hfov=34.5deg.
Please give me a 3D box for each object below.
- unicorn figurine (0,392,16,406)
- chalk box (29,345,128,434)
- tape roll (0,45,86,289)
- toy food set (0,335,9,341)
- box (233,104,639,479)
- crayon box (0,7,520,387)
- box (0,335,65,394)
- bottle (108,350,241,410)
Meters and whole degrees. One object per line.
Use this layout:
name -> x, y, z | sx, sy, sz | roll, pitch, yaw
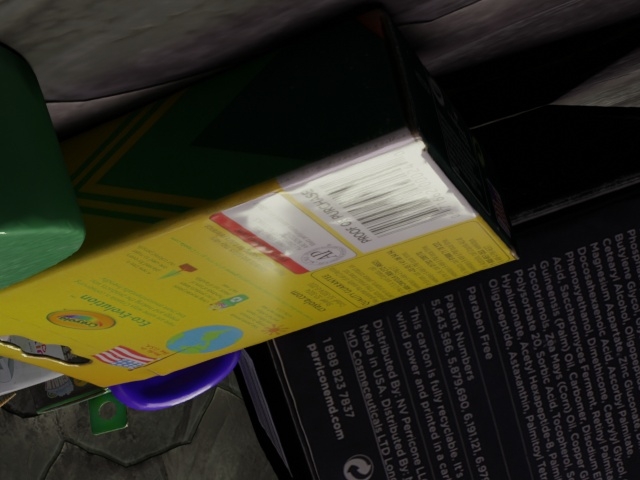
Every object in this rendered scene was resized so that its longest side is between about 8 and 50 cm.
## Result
unicorn figurine -> -0.434, 0.242, 1.185 | 0.162, 0.111, 0.060 | -2, -173, -11
chalk box -> -0.290, 0.138, 1.312 | 0.132, 0.213, 0.132 | -20, 177, 31
tape roll -> -0.257, 0.012, 0.397 | 0.321, 0.077, 0.321 | -18, 177, -1
toy food set -> -0.179, 0.015, 0.831 | 0.306, 0.092, 0.220 | -18, 177, 1
box -> 0.157, 0.068, 1.004 | 0.472, 0.297, 0.480 | -20, -168, -10
crayon box -> -0.063, -0.003, 0.623 | 0.319, 0.081, 0.202 | -20, 155, 18
box -> -0.444, 0.130, 1.079 | 0.262, 0.126, 0.231 | -18, 176, 12
bottle -> -0.148, 0.075, 0.932 | 0.118, 0.092, 0.283 | -24, -170, -11
